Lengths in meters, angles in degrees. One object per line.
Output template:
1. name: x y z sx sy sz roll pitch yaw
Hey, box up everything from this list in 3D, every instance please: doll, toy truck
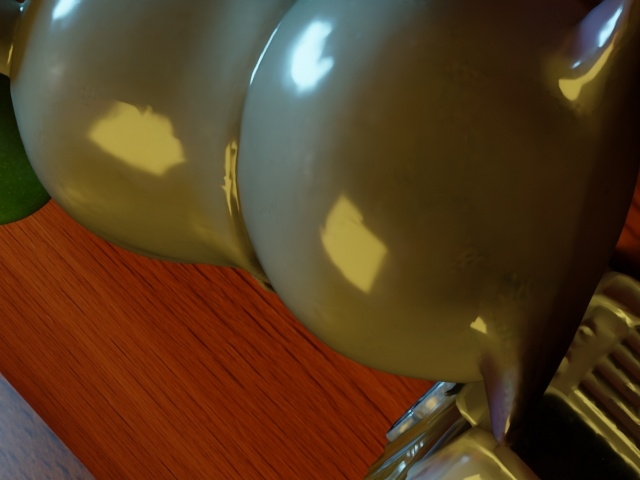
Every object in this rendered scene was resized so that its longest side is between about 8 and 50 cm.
1. doll: -0.009 -0.064 0.568 0.370 0.215 0.226 23 -173 30
2. toy truck: 0.111 0.179 0.711 0.173 0.207 0.387 46 154 8

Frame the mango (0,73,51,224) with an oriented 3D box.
1. mango: -0.403 -0.156 1.085 0.382 0.225 0.201 35 170 9

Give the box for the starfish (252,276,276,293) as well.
1. starfish: -0.001 0.000 0.790 0.146 0.074 0.190 29 -168 -18
